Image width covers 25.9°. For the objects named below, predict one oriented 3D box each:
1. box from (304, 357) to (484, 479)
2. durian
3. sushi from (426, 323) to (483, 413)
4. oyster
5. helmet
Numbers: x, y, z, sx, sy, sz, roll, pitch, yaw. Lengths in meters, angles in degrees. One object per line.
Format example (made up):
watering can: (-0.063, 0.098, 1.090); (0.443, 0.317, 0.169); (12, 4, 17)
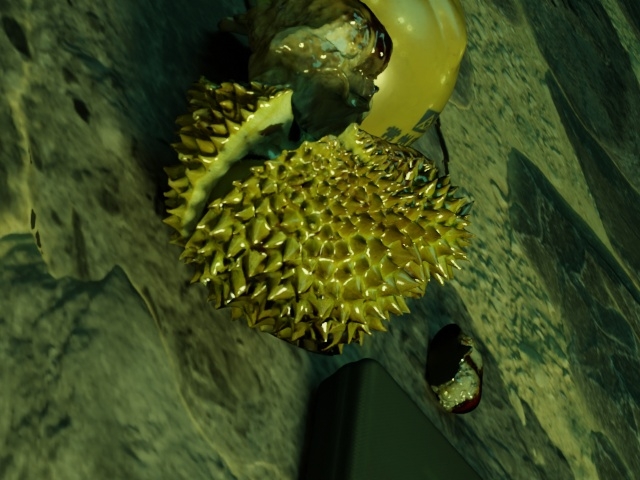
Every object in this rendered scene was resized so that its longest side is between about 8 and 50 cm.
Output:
box: (0.075, 0.199, 0.918); (0.230, 0.050, 0.160); (49, 27, -25)
durian: (0.000, 0.000, 0.871); (0.237, 0.193, 0.137); (22, 83, -40)
sushi: (0.115, 0.104, 1.112); (0.046, 0.044, 0.083); (50, 28, -21)
oyster: (-0.006, -0.119, 1.003); (0.161, 0.107, 0.233); (54, -1, 0)
helmet: (0.053, -0.177, 1.195); (0.205, 0.140, 0.257); (6, 56, -62)
